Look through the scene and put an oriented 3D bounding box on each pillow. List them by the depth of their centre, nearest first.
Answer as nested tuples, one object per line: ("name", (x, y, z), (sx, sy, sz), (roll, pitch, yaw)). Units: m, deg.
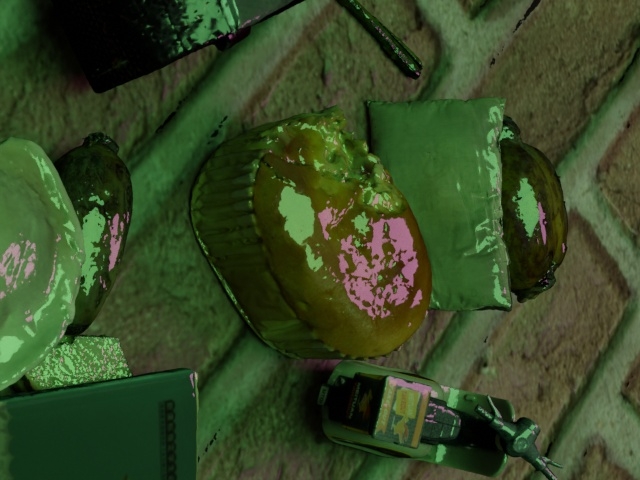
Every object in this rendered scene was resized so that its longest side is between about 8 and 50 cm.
("pillow", (0.124, -0.038, 1.486), (0.148, 0.050, 0.230), (-3, 81, 6))

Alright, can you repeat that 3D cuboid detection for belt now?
("belt", (-0.111, -0.250, 1.287), (0.289, 0.184, 0.164), (-33, 100, -42))

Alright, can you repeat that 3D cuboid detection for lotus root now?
("lotus root", (-0.208, -0.008, 1.237), (0.080, 0.089, 0.179), (12, 74, -12))
("lotus root", (0.204, -0.035, 1.550), (0.120, 0.120, 0.210), (-15, 94, -38))

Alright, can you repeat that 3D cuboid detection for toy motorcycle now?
("toy motorcycle", (0.115, 0.183, 1.424), (0.263, 0.157, 0.091), (18, 83, -35))

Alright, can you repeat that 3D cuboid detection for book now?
("book", (-0.261, 0.255, 1.175), (0.379, 0.031, 0.264), (-7, 100, -38))

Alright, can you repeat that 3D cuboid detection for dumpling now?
("dumpling", (-0.274, 0.028, 1.146), (0.166, 0.126, 0.216), (40, 49, -7))

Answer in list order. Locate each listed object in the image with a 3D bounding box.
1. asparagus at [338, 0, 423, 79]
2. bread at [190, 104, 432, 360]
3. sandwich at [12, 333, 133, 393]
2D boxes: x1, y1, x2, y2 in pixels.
("asparagus", (0.032, -0.252, 1.499), (0.023, 0.022, 0.233), (-40, 120, 13))
("bread", (0.000, 0.000, 1.375), (0.179, 0.133, 0.250), (-38, 106, -31))
("sandwich", (-0.220, 0.112, 1.245), (0.105, 0.035, 0.093), (43, 61, -25))
